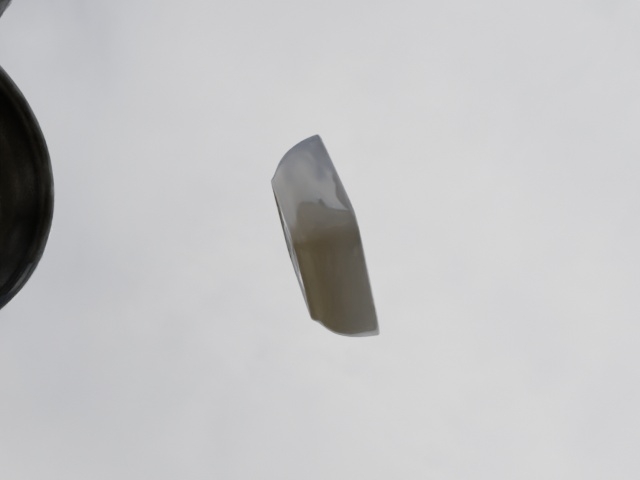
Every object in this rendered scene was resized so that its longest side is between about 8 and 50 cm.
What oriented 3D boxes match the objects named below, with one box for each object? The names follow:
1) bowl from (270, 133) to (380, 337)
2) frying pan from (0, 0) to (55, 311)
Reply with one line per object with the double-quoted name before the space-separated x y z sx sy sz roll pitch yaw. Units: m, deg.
"bowl" 0.000 0.000 0.900 0.053 0.142 0.142 -15 -48 -4
"frying pan" -0.239 -0.097 0.607 0.053 0.197 0.326 -25 -120 45
